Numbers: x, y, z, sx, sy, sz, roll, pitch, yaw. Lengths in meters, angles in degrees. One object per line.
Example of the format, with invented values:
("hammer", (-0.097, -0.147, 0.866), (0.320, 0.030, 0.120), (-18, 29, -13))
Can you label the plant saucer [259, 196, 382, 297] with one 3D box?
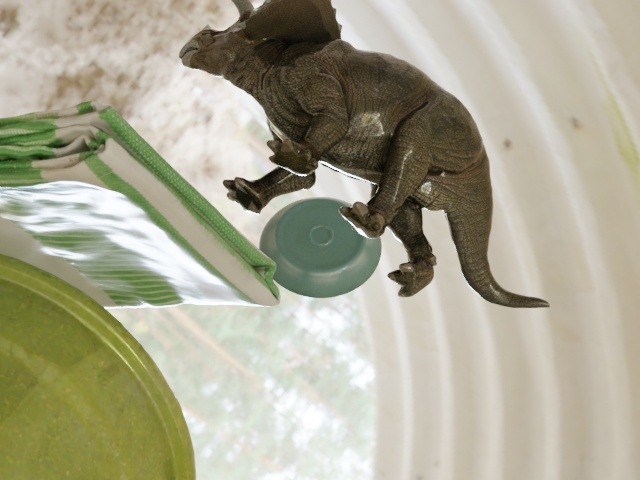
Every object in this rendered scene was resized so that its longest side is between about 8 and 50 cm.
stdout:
("plant saucer", (0.000, 0.000, 1.117), (0.119, 0.119, 0.021), (-56, 161, -31))

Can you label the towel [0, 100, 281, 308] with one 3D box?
("towel", (-0.214, 0.007, 0.722), (0.325, 0.248, 0.038), (-8, -114, 19))

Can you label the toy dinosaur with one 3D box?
("toy dinosaur", (0.040, -0.068, 0.768), (0.160, 0.314, 0.121), (-62, -179, -30))

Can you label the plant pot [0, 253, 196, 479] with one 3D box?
("plant pot", (-0.241, 0.178, 0.645), (0.276, 0.276, 0.254), (-44, -173, 26))
